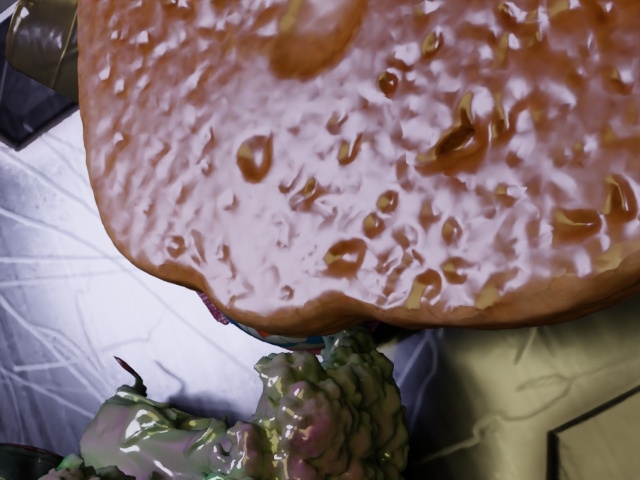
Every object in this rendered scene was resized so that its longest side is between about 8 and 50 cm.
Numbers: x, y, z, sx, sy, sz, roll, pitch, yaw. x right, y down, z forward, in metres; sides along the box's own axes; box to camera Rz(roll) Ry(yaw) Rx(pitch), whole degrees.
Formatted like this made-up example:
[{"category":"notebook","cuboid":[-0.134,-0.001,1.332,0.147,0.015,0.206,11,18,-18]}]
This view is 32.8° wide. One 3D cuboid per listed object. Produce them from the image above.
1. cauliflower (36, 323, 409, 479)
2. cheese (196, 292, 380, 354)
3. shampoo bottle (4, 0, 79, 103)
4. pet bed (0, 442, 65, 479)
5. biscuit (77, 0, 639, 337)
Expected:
[{"category":"cauliflower","cuboid":[-0.067,0.161,0.657,0.239,0.256,0.315,-35,42,-30]},{"category":"cheese","cuboid":[0.000,0.000,0.679,0.244,0.062,0.155,-23,106,38]},{"category":"shampoo bottle","cuboid":[-0.066,-0.117,0.748,0.350,0.084,0.125,16,105,26]},{"category":"pet bed","cuboid":[-0.217,0.232,0.728,0.201,0.053,0.201,5,74,-17]},{"category":"biscuit","cuboid":[0.032,-0.115,0.586,0.455,0.078,0.349,13,84,36]}]
